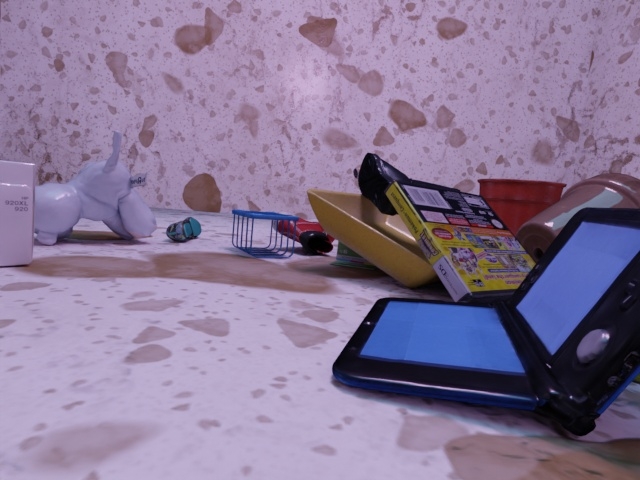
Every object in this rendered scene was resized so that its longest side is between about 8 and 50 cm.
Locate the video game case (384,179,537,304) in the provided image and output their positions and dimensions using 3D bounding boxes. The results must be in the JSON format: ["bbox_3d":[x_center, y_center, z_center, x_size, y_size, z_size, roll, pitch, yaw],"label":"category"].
[{"bbox_3d":[0.273,0.002,0.724,0.275,0.035,0.248,3,48,-36],"label":"video game case"}]

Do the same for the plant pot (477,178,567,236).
[{"bbox_3d":[0.662,-0.067,1.372,0.273,0.264,0.272,5,6,-1],"label":"plant pot"}]

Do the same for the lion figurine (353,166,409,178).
[{"bbox_3d":[0.200,-0.094,1.239,0.241,0.142,0.392,-10,-29,-18],"label":"lion figurine"}]

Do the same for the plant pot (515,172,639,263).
[{"bbox_3d":[0.579,0.000,0.899,0.230,0.262,0.263,-14,11,-14],"label":"plant pot"}]

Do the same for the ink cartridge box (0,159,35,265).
[{"bbox_3d":[-0.599,-0.055,0.655,0.233,0.168,0.171,10,8,39],"label":"ink cartridge box"}]

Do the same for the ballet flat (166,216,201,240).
[{"bbox_3d":[-0.396,-0.032,1.159,0.070,0.070,0.188,5,2,-3],"label":"ballet flat"}]

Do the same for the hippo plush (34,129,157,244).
[{"bbox_3d":[-0.545,-0.066,0.939,0.237,0.234,0.294,-39,17,-36],"label":"hippo plush"}]

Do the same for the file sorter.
[{"bbox_3d":[-0.145,-0.019,1.011,0.118,0.104,0.170,1,6,-27],"label":"file sorter"}]

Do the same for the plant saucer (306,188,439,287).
[{"bbox_3d":[0.173,-0.002,0.868,0.333,0.080,0.333,34,23,36],"label":"plant saucer"}]

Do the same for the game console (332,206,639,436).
[{"bbox_3d":[0.174,0.040,0.412,0.173,0.250,0.293,33,13,11],"label":"game console"}]

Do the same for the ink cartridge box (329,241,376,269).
[{"bbox_3d":[0.106,0.024,1.007,0.109,0.062,0.209,8,7,19],"label":"ink cartridge box"}]

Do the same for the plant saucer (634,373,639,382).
[{"bbox_3d":[0.367,0.111,0.443,0.188,0.045,0.189,0,7,-41],"label":"plant saucer"}]

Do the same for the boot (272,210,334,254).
[{"bbox_3d":[0.000,0.000,1.154,0.176,0.088,0.244,32,11,37],"label":"boot"}]

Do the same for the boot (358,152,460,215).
[{"bbox_3d":[0.213,-0.114,0.943,0.207,0.094,0.246,10,28,-20],"label":"boot"}]
